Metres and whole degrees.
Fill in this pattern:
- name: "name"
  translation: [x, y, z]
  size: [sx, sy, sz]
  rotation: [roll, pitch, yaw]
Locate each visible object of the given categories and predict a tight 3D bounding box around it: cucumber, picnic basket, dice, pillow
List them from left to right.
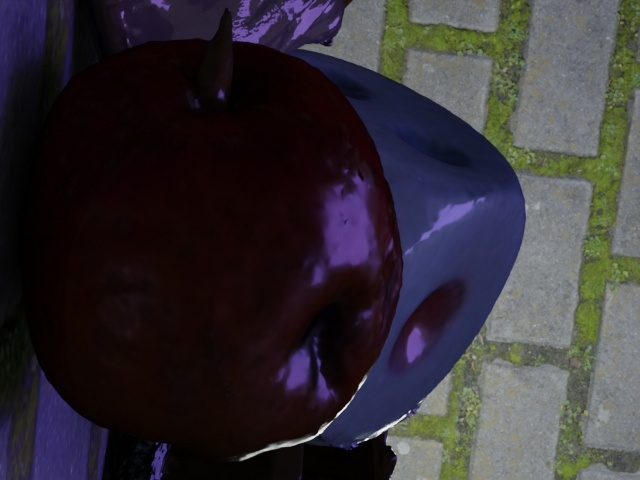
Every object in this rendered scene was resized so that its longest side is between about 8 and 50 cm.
- name: "cucumber"
  translation: [-0.165, 0.156, 1.288]
  size: [0.067, 0.067, 0.294]
  rotation: [94, 3, -76]
- name: "pillow"
  translation: [-0.068, -0.180, 0.993]
  size: [0.270, 0.067, 0.173]
  rotation: [-41, 122, -41]
- name: "picnic basket"
  translation: [-0.059, 0.255, 1.481]
  size: [0.321, 0.291, 0.254]
  rotation: [109, -9, -47]
- name: "dice"
  translation: [0.000, 0.000, 1.174]
  size: [0.264, 0.262, 0.268]
  rotation: [-11, 133, -55]

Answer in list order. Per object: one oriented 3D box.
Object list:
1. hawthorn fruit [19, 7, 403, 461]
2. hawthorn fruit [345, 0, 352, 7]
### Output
- name: "hawthorn fruit"
  translation: [-0.069, 0.002, 0.835]
  size: [0.258, 0.258, 0.262]
  rotation: [-76, 157, -85]
- name: "hawthorn fruit"
  translation: [-0.066, -0.259, 1.144]
  size: [0.251, 0.199, 0.200]
  rotation: [-46, 146, -58]
